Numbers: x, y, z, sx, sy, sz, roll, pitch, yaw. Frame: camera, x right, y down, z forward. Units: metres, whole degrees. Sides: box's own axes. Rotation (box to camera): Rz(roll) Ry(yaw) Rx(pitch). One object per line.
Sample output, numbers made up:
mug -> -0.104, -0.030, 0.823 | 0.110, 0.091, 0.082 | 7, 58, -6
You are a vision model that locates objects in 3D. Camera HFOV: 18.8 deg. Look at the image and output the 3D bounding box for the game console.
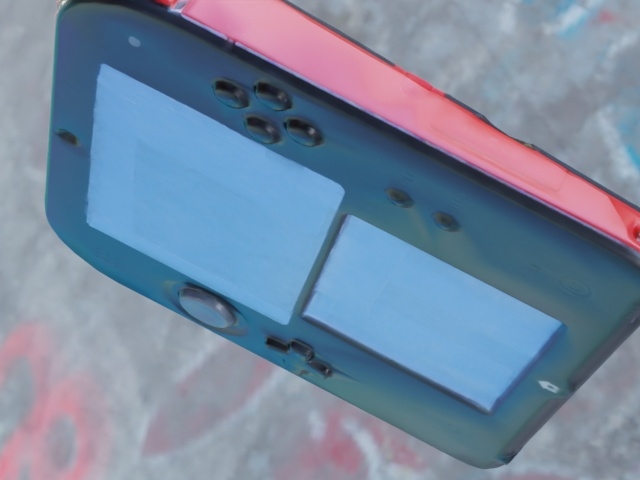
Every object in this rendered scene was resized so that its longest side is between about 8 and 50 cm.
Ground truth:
game console -> 0.000, 0.000, 1.103 | 0.060, 0.342, 0.386 | -57, -4, -22
